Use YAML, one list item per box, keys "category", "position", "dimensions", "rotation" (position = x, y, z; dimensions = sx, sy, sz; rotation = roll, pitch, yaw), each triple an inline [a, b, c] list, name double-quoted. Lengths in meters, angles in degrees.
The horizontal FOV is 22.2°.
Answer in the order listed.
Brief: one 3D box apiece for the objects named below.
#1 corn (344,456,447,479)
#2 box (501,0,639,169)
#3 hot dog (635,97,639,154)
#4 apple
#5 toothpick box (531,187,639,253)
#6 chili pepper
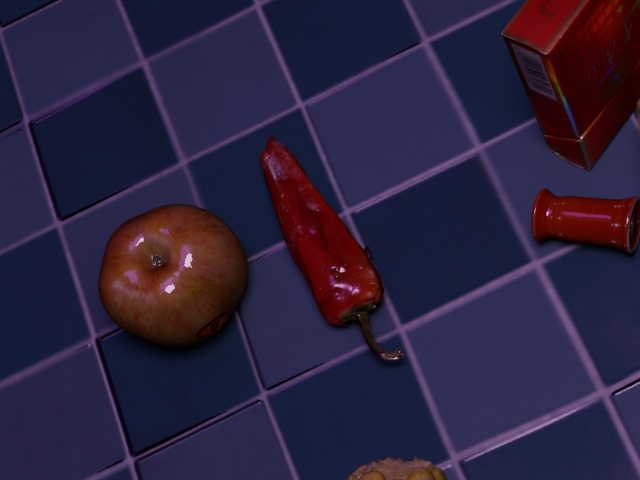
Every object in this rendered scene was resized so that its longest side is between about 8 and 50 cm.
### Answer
- category: "corn"
  position: [0.025, 0.317, 1.148]
  dimensions: [0.130, 0.130, 0.346]
  rotation: [4, 62, 22]
- category: "box"
  position: [0.211, -0.147, 1.298]
  dimensions: [0.048, 0.175, 0.112]
  rotation: [30, 77, 32]
- category: "hot dog"
  position: [0.374, -0.072, 1.241]
  dimensions: [0.259, 0.114, 0.175]
  rotation: [2, 69, 23]
- category: "apple"
  position: [-0.125, 0.026, 1.372]
  dimensions: [0.126, 0.102, 0.126]
  rotation: [-8, 60, 15]
- category: "toothpick box"
  position: [0.212, -0.017, 1.306]
  dimensions: [0.083, 0.047, 0.047]
  rotation: [8, 66, 24]
- category: "chili pepper"
  position: [0.000, 0.000, 1.373]
  dimensions: [0.059, 0.050, 0.268]
  rotation: [-38, 55, 16]
